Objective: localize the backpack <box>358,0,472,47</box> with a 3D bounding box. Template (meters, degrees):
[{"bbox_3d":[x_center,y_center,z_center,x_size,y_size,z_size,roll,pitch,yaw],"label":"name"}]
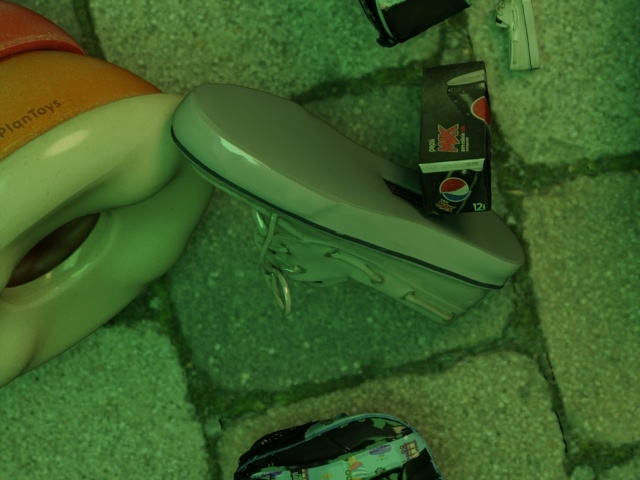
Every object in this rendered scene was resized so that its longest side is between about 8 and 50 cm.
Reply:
[{"bbox_3d":[0.071,-0.277,1.458,0.144,0.166,0.188,-28,97,9],"label":"backpack"}]

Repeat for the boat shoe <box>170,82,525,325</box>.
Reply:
[{"bbox_3d":[-0.002,-0.005,1.467,0.367,0.136,0.156,21,120,-39],"label":"boat shoe"}]

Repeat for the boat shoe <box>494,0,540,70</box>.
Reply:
[{"bbox_3d":[0.170,-0.198,1.524,0.035,0.035,0.100,-9,104,6],"label":"boat shoe"}]

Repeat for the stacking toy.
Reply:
[{"bbox_3d":[-0.347,-0.136,1.512,0.350,0.350,0.480,-44,72,11],"label":"stacking toy"}]

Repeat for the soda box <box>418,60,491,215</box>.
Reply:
[{"bbox_3d":[0.116,-0.089,1.477,0.060,0.169,0.053,-5,124,8],"label":"soda box"}]

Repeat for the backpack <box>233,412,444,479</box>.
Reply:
[{"bbox_3d":[0.029,0.227,1.563,0.173,0.117,0.158,-26,94,11],"label":"backpack"}]
